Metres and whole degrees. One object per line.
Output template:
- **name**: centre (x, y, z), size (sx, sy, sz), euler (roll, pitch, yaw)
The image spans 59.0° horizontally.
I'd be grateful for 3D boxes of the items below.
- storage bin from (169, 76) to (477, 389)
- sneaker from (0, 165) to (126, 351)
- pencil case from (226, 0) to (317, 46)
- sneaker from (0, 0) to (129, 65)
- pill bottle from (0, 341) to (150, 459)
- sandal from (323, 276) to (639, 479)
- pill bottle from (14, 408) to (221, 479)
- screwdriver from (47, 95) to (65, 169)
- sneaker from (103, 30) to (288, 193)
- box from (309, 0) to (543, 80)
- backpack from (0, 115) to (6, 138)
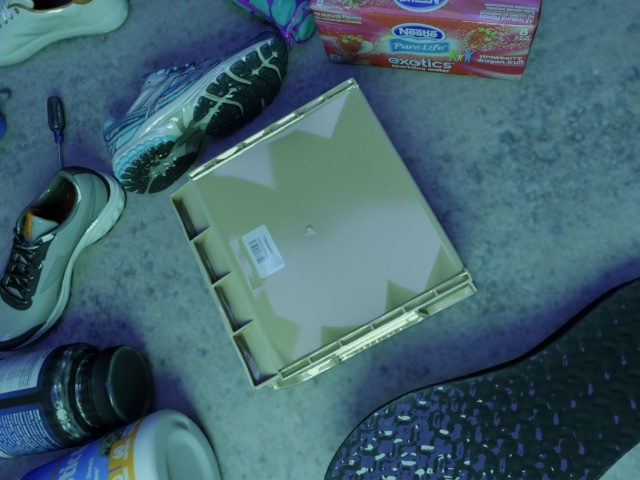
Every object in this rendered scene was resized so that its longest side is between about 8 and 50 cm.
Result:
- **storage bin**: centre (0.000, 0.000, 0.654), size (0.260, 0.123, 0.262), euler (-29, 74, 6)
- **sneaker**: centre (-0.370, 0.018, 0.740), size (0.100, 0.108, 0.272), euler (28, 87, 14)
- **pencil case**: centre (-0.073, -0.325, 0.767), size (0.151, 0.064, 0.070), euler (36, 72, 17)
- **sneaker**: centre (-0.439, -0.344, 0.822), size (0.289, 0.123, 0.106), euler (-13, 78, 11)
- **pill bottle**: centre (-0.328, 0.192, 0.685), size (0.219, 0.123, 0.123), euler (-12, 76, 10)
- **sandal**: centre (0.215, 0.191, 0.589), size (0.445, 0.107, 0.168), euler (-25, 73, -7)
- **pill bottle**: centre (-0.259, 0.310, 0.629), size (0.271, 0.152, 0.152), euler (-26, 74, 7)
- **screwdriver**: centre (-0.377, -0.127, 0.821), size (0.024, 0.025, 0.170), euler (-11, 85, 9)
- **sneaker**: centre (-0.174, -0.193, 0.741), size (0.283, 0.110, 0.122), euler (-37, 70, 3)
- **box**: centre (0.129, -0.287, 0.681), size (0.256, 0.128, 0.123), euler (11, 81, 14)
- **backpack**: centre (-0.522, -0.183, 0.820), size (0.098, 0.101, 0.120), euler (-39, 106, 6)
